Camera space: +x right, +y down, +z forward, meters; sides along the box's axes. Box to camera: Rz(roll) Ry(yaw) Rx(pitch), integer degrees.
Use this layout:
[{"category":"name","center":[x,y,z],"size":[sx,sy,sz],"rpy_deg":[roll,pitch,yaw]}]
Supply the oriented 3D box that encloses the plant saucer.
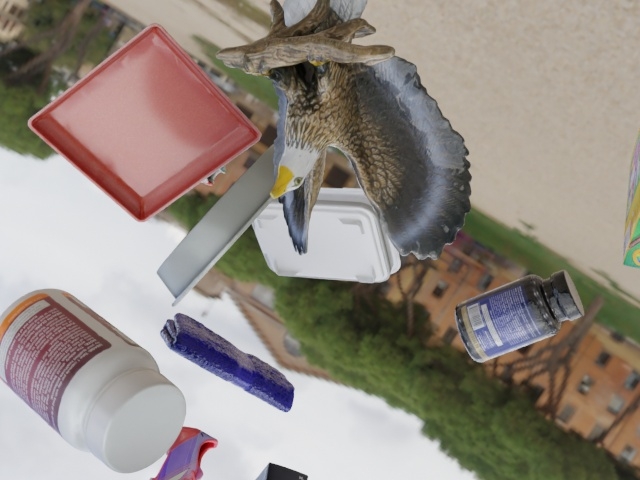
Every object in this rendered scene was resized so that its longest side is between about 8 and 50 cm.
[{"category":"plant saucer","center":[-0.269,-0.183,1.475],"size":[0.258,0.259,0.047],"rpy_deg":[46,-162,-36]}]

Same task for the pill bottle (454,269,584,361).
[{"category":"pill bottle","center":[0.374,0.138,1.785],"size":[0.123,0.219,0.122],"rpy_deg":[51,-155,-35]}]

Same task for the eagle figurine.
[{"category":"eagle figurine","center":[0.012,-0.117,1.021],"size":[0.226,0.225,0.298],"rpy_deg":[55,-179,40]}]

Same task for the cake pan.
[{"category":"cake pan","center":[-0.126,-0.031,1.339],"size":[0.054,0.293,0.293],"rpy_deg":[43,-175,-4]}]

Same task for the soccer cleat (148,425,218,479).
[{"category":"soccer cleat","center":[-0.278,0.472,1.821],"size":[0.095,0.248,0.083],"rpy_deg":[13,143,9]}]

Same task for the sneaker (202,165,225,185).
[{"category":"sneaker","center":[-0.297,-0.160,2.295],"size":[0.057,0.161,0.075],"rpy_deg":[15,-128,-62]}]

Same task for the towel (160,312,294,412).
[{"category":"towel","center":[-0.204,0.267,2.126],"size":[0.308,0.076,0.228],"rpy_deg":[31,175,-17]}]

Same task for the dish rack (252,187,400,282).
[{"category":"dish rack","center":[0.000,0.000,2.151],"size":[0.333,0.072,0.285],"rpy_deg":[4,140,20]}]

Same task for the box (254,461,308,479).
[{"category":"box","center":[-0.124,0.657,2.280],"size":[0.108,0.207,0.153],"rpy_deg":[22,-139,-12]}]

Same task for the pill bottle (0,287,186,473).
[{"category":"pill bottle","center":[-0.452,0.269,1.840],"size":[0.392,0.224,0.224],"rpy_deg":[29,-178,37]}]

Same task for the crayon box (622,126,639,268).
[{"category":"crayon box","center":[0.606,-0.103,1.706],"size":[0.081,0.278,0.165],"rpy_deg":[10,143,11]}]
